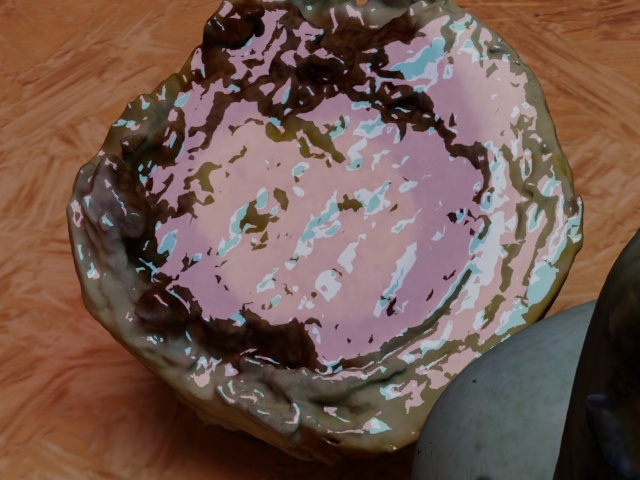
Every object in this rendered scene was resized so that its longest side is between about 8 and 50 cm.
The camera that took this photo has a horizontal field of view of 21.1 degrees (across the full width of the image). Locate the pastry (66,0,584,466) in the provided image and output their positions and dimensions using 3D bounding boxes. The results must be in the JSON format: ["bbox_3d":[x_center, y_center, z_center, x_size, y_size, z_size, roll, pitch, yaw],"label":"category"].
[{"bbox_3d":[0.010,-0.002,0.930,0.236,0.170,0.256,35,69,11],"label":"pastry"}]

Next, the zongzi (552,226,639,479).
[{"bbox_3d":[0.250,0.159,0.549,0.393,0.356,0.174,17,35,23],"label":"zongzi"}]

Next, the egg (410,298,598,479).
[{"bbox_3d":[0.158,0.105,0.775,0.236,0.169,0.169,-8,37,-11],"label":"egg"}]
